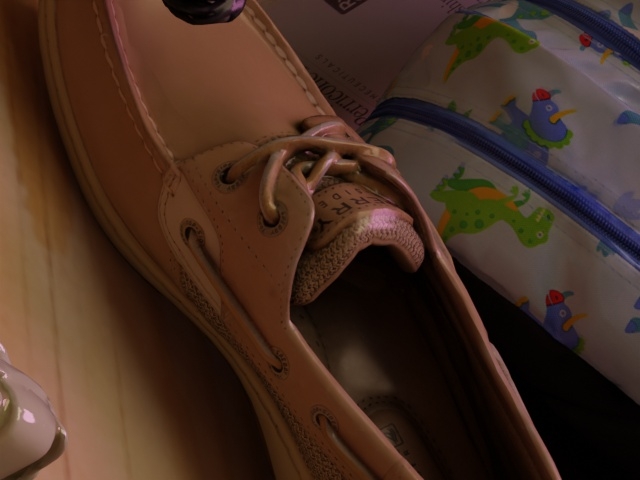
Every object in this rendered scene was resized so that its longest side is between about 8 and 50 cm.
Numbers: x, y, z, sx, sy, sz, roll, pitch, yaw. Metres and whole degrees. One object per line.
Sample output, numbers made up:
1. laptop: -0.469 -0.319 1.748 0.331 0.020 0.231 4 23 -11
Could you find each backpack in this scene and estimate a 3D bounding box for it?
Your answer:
1. backpack: 0.168 0.035 0.960 0.355 0.273 0.290 25 -6 1

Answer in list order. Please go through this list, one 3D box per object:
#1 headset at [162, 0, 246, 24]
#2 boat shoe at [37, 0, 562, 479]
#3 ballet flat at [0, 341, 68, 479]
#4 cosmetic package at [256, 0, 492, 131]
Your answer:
1. headset: -0.141 -0.181 0.635 0.394 0.243 0.185 34 35 -53
2. boat shoe: 0.000 0.000 0.807 0.122 0.110 0.341 -27 82 -33
3. ballet flat: -0.109 0.090 0.587 0.086 0.086 0.248 32 36 -48
4. cosmetic package: 0.036 -0.180 1.056 0.151 0.184 0.151 30 37 -50
